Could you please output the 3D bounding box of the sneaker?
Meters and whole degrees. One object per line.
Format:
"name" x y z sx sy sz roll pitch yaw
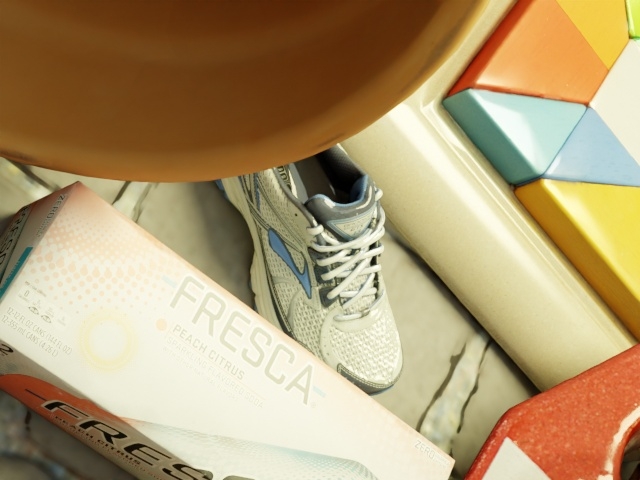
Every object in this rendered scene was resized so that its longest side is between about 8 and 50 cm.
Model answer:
"sneaker" 0.000 0.000 0.511 0.052 0.058 0.135 -31 99 -33

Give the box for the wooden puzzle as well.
"wooden puzzle" 0.141 -0.053 0.620 0.221 0.044 0.238 48 60 -17

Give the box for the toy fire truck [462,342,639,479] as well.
"toy fire truck" 0.201 0.149 0.509 0.302 0.169 0.254 30 50 12

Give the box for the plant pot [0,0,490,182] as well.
"plant pot" -0.059 -0.190 0.398 0.291 0.291 0.203 42 44 -20

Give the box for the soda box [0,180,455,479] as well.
"soda box" -0.041 0.059 0.473 0.183 0.058 0.063 38 63 -21
